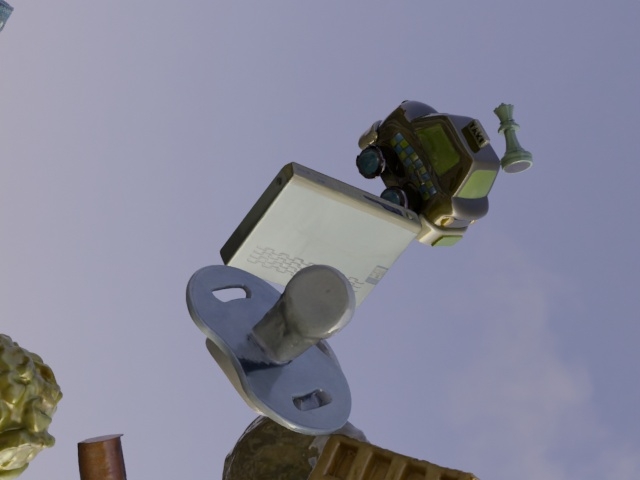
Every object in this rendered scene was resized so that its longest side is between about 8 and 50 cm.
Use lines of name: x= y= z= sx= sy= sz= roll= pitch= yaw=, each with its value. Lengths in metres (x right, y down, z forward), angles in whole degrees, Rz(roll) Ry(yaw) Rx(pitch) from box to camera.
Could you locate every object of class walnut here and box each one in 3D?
walnut: x=-0.024 y=0.429 z=2.198 sx=0.282 sy=0.277 sz=0.253 roll=41 pitch=-15 yaw=22

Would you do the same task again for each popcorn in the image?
popcorn: x=-0.483 y=0.245 z=1.818 sx=0.235 sy=0.217 sz=0.181 roll=46 pitch=0 yaw=20

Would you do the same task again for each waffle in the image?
waffle: x=0.064 y=0.365 z=1.546 sx=0.248 sy=0.055 sz=0.221 roll=11 pitch=-117 yaw=38

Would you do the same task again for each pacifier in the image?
pacifier: x=-0.034 y=0.108 z=1.616 sx=0.279 sy=0.227 sz=0.207 roll=52 pitch=-58 yaw=20

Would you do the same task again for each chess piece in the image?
chess piece: x=0.243 y=-0.135 z=1.617 sx=0.042 sy=0.042 sz=0.093 roll=133 pitch=-48 yaw=-56

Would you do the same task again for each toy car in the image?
toy car: x=0.202 y=-0.135 z=2.135 sx=0.198 sy=0.204 sz=0.248 roll=-41 pitch=-114 yaw=31

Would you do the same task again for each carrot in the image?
carrot: x=-0.258 y=0.354 z=1.554 sx=0.067 sy=0.067 sz=0.225 roll=-15 pitch=-98 yaw=64

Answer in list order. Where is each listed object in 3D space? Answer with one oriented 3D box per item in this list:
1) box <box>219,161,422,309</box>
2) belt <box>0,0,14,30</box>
box: x=0.000 y=0.000 z=1.933 sx=0.211 sy=0.270 sz=0.045 roll=-53 pitch=-140 yaw=24
belt: x=-0.501 y=-0.330 z=1.732 sx=0.082 sy=0.163 sz=0.148 roll=-55 pitch=-138 yaw=5
